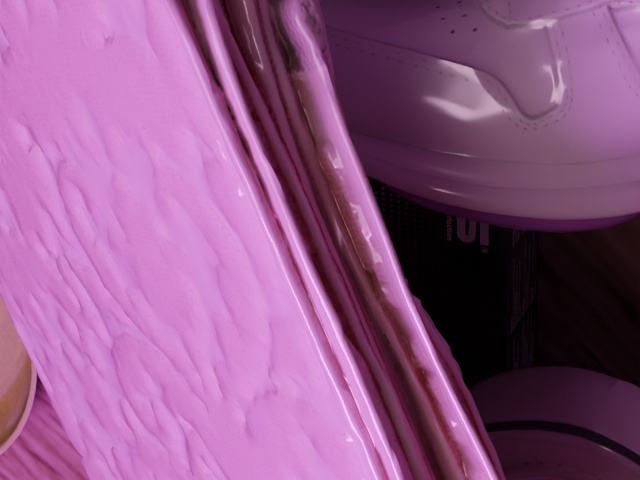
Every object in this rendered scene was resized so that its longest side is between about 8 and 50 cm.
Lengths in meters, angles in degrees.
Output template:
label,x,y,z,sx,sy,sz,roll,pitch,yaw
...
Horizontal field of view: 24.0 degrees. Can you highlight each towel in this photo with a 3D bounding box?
label,x,y,z,sx,sy,sz,roll,pitch,yaw
towel,-0.035,0.048,0.513,0.332,0.053,0.317,9,124,64

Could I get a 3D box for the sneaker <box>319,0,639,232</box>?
label,x,y,z,sx,sy,sz,roll,pitch,yaw
sneaker,0.123,-0.081,0.460,0.305,0.114,0.152,0,111,0

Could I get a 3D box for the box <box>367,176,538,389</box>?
label,x,y,z,sx,sy,sz,roll,pitch,yaw
box,0.000,0.000,0.636,0.184,0.045,0.191,12,122,25

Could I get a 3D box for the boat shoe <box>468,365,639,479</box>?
label,x,y,z,sx,sy,sz,roll,pitch,yaw
boat shoe,0.056,0.137,0.606,0.096,0.088,0.267,33,145,-8

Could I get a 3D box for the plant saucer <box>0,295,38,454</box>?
label,x,y,z,sx,sy,sz,roll,pitch,yaw
plant saucer,-0.238,0.013,0.772,0.241,0.037,0.241,14,126,20
